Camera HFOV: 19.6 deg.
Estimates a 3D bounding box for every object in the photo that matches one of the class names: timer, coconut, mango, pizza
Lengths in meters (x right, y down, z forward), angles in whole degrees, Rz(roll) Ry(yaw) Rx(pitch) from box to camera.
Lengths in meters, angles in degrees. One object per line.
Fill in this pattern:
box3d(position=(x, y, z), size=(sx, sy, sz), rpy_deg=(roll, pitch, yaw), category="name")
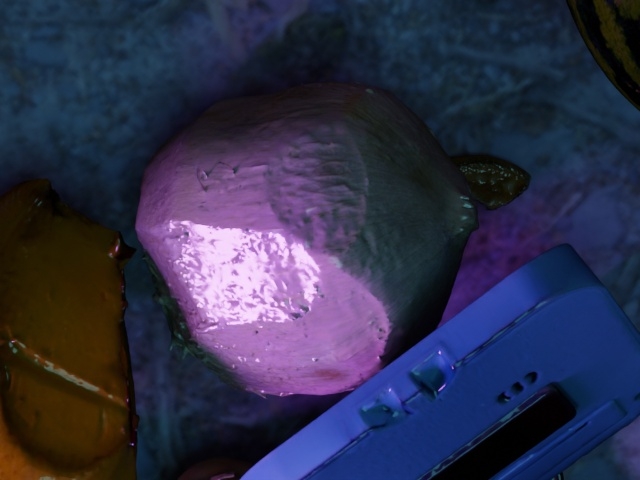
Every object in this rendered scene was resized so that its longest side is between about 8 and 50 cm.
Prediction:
box3d(position=(0.073, 0.093, 1.079), size=(0.232, 0.091, 0.250), rpy_deg=(-36, 156, 5), category="timer")
box3d(position=(0.000, -0.003, 1.056), size=(0.194, 0.194, 0.194), rpy_deg=(-4, 113, -9), category="coconut")
box3d(position=(-0.171, 0.096, 1.052), size=(0.154, 0.126, 0.252), rpy_deg=(10, 72, 4), category="mango")
box3d(position=(0.092, -0.035, 1.149), size=(0.083, 0.016, 0.037), rpy_deg=(-3, 112, -13), category="pizza")

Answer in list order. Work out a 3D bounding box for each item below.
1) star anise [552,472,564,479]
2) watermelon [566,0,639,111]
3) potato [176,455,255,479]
box3d(position=(0.131, 0.279, 1.252), size=(0.272, 0.102, 0.272), rpy_deg=(0, 89, 5), category="star anise")
box3d(position=(0.265, -0.175, 0.978), size=(0.285, 0.285, 0.285), rpy_deg=(-4, 113, -9), category="watermelon")
box3d(position=(-0.039, 0.222, 1.175), size=(0.118, 0.109, 0.178), rpy_deg=(-5, 120, 37), category="potato")
